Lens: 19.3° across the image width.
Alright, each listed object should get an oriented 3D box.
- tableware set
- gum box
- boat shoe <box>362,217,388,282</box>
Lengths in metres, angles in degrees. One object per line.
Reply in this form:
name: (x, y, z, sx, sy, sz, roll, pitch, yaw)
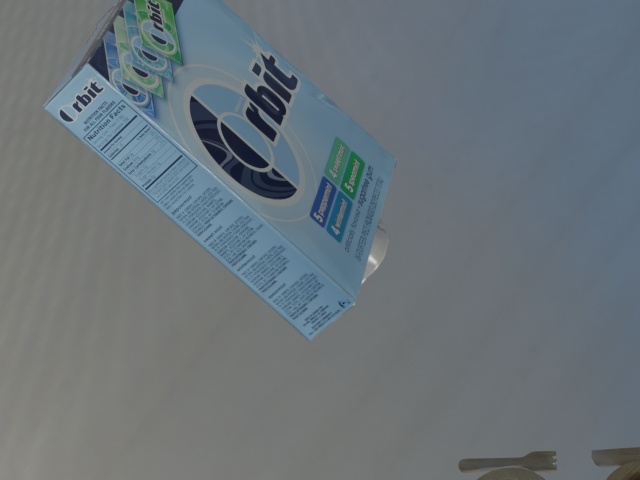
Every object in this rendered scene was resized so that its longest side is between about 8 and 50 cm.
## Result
tableware set: (0.199, 0.204, 1.458, 0.039, 0.194, 0.128, 76, 12, -47)
gum box: (-0.047, -0.056, 1.010, 0.041, 0.184, 0.157, -40, -163, 28)
boat shoe: (0.000, 0.000, 1.396, 0.096, 0.088, 0.267, -49, -177, -11)
